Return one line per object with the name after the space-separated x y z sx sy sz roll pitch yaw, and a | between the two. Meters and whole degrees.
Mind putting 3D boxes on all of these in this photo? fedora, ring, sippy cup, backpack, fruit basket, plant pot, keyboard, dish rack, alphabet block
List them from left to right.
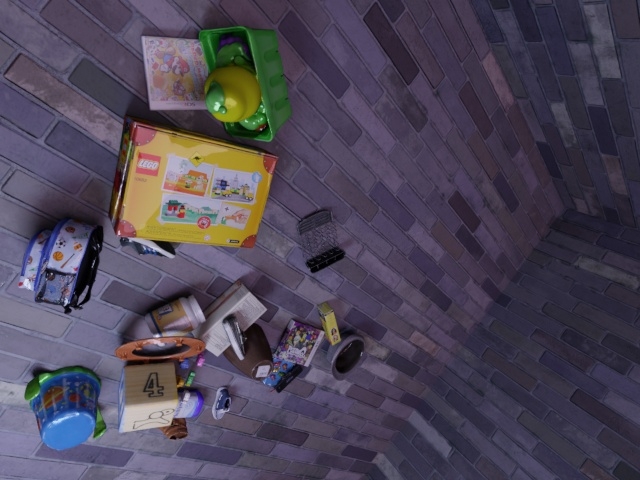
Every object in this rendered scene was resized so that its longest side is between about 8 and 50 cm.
-0.816 0.058 1.327 0.213 0.276 0.263 24 94 -26 | backpack
-0.934 0.631 1.524 0.306 0.224 0.239 16 103 -39 | sippy cup
-0.700 0.630 1.665 0.197 0.193 0.192 5 129 -31 | alphabet block
-0.628 0.443 1.630 0.337 0.032 0.336 -9 152 -5 | ring
-0.280 -0.497 1.358 0.392 0.283 0.391 -26 124 -47 | fruit basket
-0.310 0.530 1.891 0.216 0.230 0.215 -15 120 -28 | plant pot
-0.172 0.722 2.176 0.180 0.023 0.108 -41 144 -19 | keyboard
0.000 0.000 1.948 0.208 0.074 0.271 -26 124 -22 | dish rack
0.124 0.626 2.297 0.275 0.124 0.243 -52 132 -13 | fedora

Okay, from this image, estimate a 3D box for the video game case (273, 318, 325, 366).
-0.107 0.534 2.138 0.232 0.042 0.210 29 86 -39 | video game case

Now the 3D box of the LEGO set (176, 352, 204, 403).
-0.581 0.595 1.787 0.087 0.093 0.227 24 75 -24 | LEGO set

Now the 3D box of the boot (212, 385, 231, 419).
-0.479 0.814 2.007 0.069 0.086 0.189 -3 113 -33 | boot

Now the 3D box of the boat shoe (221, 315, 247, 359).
-0.349 0.416 1.744 0.070 0.078 0.219 -26 125 -21 | boat shoe

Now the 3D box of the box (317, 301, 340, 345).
0.045 0.442 2.183 0.058 0.087 0.232 -27 125 -19 | box

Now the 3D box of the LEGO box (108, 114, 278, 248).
-0.448 -0.192 1.474 0.501 0.193 0.372 7 108 -36 | LEGO box

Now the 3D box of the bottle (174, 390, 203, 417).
-0.672 0.730 1.832 0.283 0.092 0.118 16 102 -38 | bottle

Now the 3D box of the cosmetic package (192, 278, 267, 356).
-0.403 0.336 1.802 0.296 0.129 0.153 -42 130 -11 | cosmetic package

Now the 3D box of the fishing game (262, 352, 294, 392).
-0.219 0.686 2.151 0.189 0.041 0.263 -24 125 -22 | fishing game

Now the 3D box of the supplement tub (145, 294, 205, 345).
-0.583 0.318 1.662 0.200 0.144 0.144 -27 124 -22 | supplement tub

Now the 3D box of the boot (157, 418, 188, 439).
-0.692 0.826 1.826 0.197 0.152 0.072 1 111 -34 | boot

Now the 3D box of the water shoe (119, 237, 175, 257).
-0.643 0.021 1.540 0.080 0.072 0.203 -42 128 18 | water shoe

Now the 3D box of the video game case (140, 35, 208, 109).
-0.480 -0.557 1.387 0.207 0.026 0.226 -11 118 -30 | video game case
